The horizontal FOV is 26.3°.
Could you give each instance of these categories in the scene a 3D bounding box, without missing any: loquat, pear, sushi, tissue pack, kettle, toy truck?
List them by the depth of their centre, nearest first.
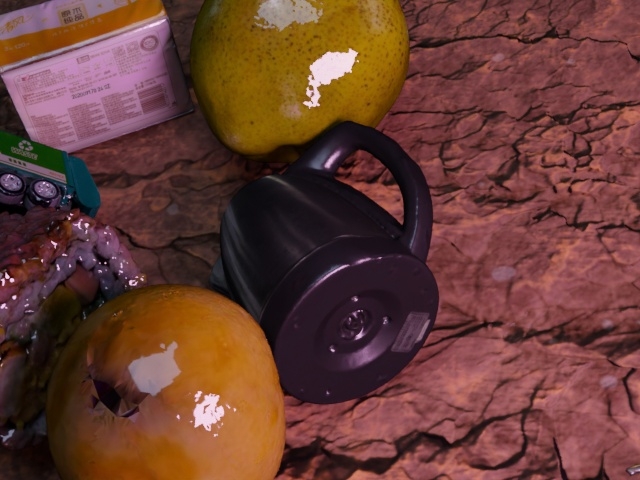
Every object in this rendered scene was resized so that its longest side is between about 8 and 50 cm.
[{"bbox_3d":[-0.154,0.175,1.405,0.263,0.263,0.263,-5,51,6],"label":"loquat"},{"bbox_3d":[-0.328,0.099,1.519,0.171,0.236,0.270,7,43,38],"label":"sushi"},{"bbox_3d":[-0.015,0.007,1.539,0.207,0.250,0.271,-3,34,-32],"label":"kettle"},{"bbox_3d":[-0.399,-0.066,1.679,0.253,0.114,0.124,20,41,-15],"label":"toy truck"},{"bbox_3d":[-0.029,-0.238,1.703,0.294,0.294,0.294,-5,51,6],"label":"pear"},{"bbox_3d":[-0.299,-0.230,1.798,0.225,0.185,0.124,-19,51,-6],"label":"tissue pack"}]

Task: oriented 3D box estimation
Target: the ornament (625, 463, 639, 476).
[{"bbox_3d":[0.385,0.188,1.416,0.236,0.080,0.202,-41,60,-21],"label":"ornament"}]
